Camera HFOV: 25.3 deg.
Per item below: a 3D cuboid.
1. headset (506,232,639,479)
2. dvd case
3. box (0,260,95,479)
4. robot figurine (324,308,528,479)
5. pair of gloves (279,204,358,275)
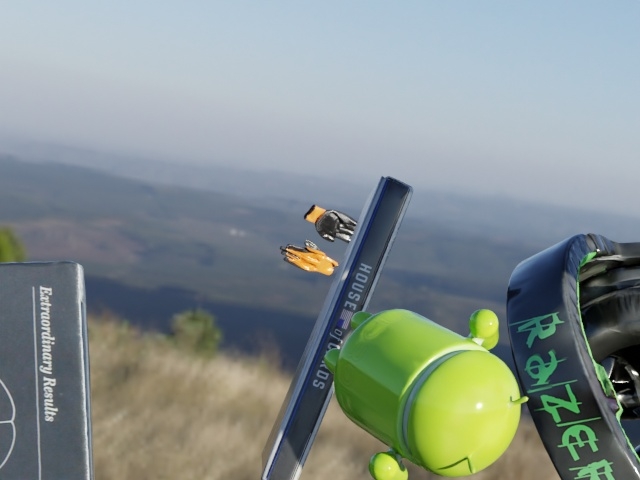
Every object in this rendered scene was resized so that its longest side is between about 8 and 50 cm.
[{"bbox_3d":[0.272,0.109,1.015,0.185,0.243,0.394,-29,-20,25],"label":"headset"},{"bbox_3d":[0.010,0.070,1.109,0.030,0.238,0.179,23,-3,-1],"label":"dvd case"},{"bbox_3d":[-0.387,0.196,1.171,0.395,0.293,0.212,-2,-29,-11],"label":"box"},{"bbox_3d":[0.052,0.076,0.717,0.067,0.101,0.115,43,-10,-38],"label":"robot figurine"},{"bbox_3d":[0.000,0.000,1.569,0.074,0.083,0.010,22,27,-31],"label":"pair of gloves"}]
